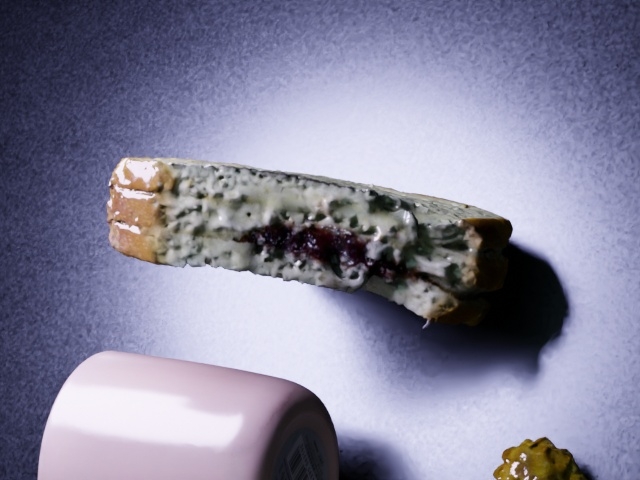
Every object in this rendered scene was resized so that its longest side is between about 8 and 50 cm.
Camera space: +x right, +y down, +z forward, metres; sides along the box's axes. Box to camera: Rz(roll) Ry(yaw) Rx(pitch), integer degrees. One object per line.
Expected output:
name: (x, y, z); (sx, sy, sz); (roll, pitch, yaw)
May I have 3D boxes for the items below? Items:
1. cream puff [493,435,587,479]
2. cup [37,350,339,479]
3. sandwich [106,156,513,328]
cream puff: (0.178, 0.198, 1.551); (0.083, 0.058, 0.083); (-11, 64, 22)
cup: (-0.103, 0.228, 1.632); (0.200, 0.191, 0.252); (4, 102, 26)
sandwich: (0.001, -0.005, 1.596); (0.254, 0.288, 0.099); (18, 98, 35)
